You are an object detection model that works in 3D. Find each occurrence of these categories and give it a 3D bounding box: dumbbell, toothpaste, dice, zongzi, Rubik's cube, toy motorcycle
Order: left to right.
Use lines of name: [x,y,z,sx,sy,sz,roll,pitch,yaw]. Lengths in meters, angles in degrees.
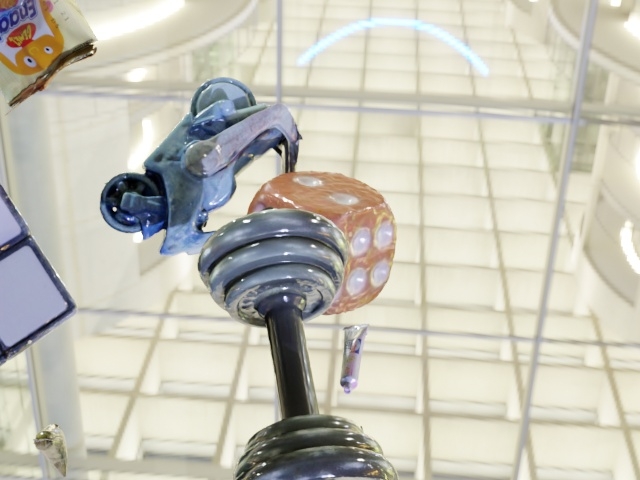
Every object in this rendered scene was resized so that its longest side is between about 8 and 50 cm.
Rubik's cube: [-0.654,0.088,1.699,0.318,0.313,0.316,-18,-163,49]
zongzi: [-0.393,0.315,1.499,0.040,0.083,0.076,-12,179,-4]
toy motorcycle: [-0.167,-0.092,1.599,0.241,0.182,0.319,39,-99,17]
dumbbell: [-0.031,0.138,1.101,0.179,0.179,0.406,-4,-123,-10]
dice: [0.000,0.000,1.535,0.175,0.174,0.179,-10,-156,-38]
toothpaste: [0.050,0.185,1.622,0.045,0.028,0.170,-13,-151,15]

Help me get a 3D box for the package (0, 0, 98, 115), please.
package: [-0.208,-0.161,0.707,0.108,0.121,0.031,-24,180,38]
